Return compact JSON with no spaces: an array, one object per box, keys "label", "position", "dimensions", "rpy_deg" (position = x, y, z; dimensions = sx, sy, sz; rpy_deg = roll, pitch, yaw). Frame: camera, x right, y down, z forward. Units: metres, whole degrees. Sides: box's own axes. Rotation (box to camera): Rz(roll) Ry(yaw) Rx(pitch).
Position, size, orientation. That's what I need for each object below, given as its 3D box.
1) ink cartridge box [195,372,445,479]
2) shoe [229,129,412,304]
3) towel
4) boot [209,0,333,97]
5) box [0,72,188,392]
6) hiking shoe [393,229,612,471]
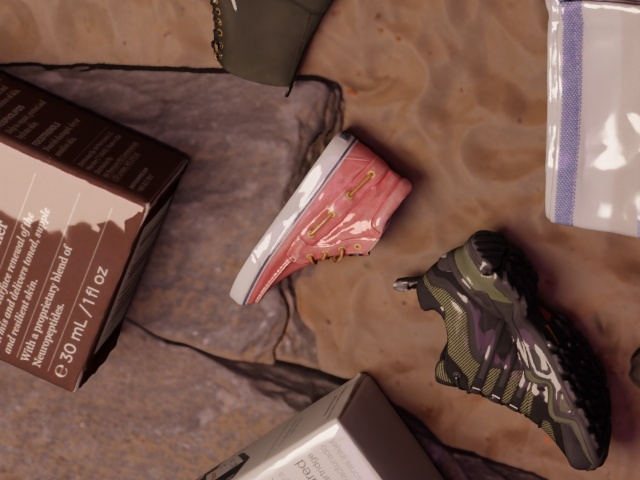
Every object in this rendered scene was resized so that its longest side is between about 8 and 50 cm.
[{"label":"ink cartridge box","position":[-0.028,0.298,1.466],"dimensions":[0.307,0.129,0.223],"rpy_deg":[-35,95,19]},{"label":"shoe","position":[0.000,0.000,1.397],"dimensions":[0.081,0.063,0.178],"rpy_deg":[36,107,1]},{"label":"towel","position":[0.307,-0.084,1.285],"dimensions":[0.285,0.034,0.209],"rpy_deg":[11,118,24]},{"label":"boot","position":[-0.089,-0.204,1.337],"dimensions":[0.198,0.077,0.137],"rpy_deg":[23,117,2]},{"label":"box","position":[-0.326,-0.050,1.395],"dimensions":[0.381,0.143,0.191],"rpy_deg":[24,112,2]},{"label":"hiking shoe","position":[0.159,0.103,1.410],"dimensions":[0.114,0.086,0.227],"rpy_deg":[-28,98,31]}]
